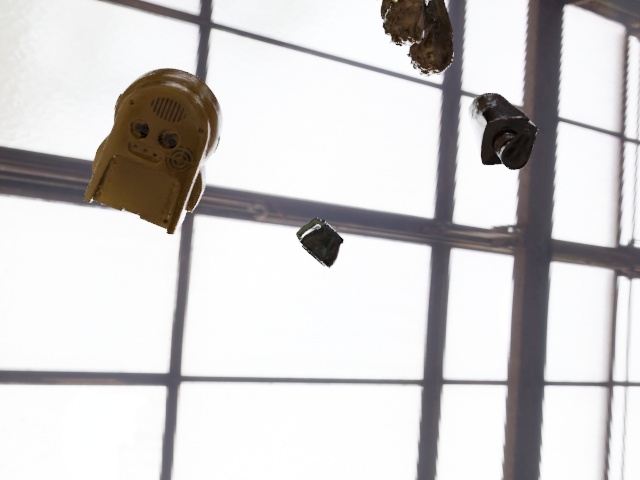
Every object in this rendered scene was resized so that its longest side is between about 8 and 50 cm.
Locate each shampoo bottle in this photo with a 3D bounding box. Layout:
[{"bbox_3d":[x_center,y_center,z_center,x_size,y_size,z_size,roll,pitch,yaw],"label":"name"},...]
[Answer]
[{"bbox_3d":[0.231,-0.138,1.072,0.236,0.067,0.068,-81,177,-68],"label":"shampoo bottle"}]

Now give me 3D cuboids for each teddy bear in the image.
[{"bbox_3d":[0.101,-0.430,1.398,0.222,0.246,0.296,2,-106,25],"label":"teddy bear"}]

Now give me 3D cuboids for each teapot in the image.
[{"bbox_3d":[0.000,0.000,1.321,0.057,0.066,0.088,-48,-129,-2],"label":"teapot"}]

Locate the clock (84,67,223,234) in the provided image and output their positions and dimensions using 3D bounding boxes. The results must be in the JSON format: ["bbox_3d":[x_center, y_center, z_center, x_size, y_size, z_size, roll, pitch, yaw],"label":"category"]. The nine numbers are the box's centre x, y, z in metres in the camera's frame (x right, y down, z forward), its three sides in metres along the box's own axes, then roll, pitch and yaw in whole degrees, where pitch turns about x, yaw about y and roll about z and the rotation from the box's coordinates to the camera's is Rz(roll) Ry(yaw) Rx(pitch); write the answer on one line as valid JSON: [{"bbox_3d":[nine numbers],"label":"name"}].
[{"bbox_3d":[-0.342,-0.203,1.804,0.200,0.244,0.317,-91,-155,-65],"label":"clock"}]
